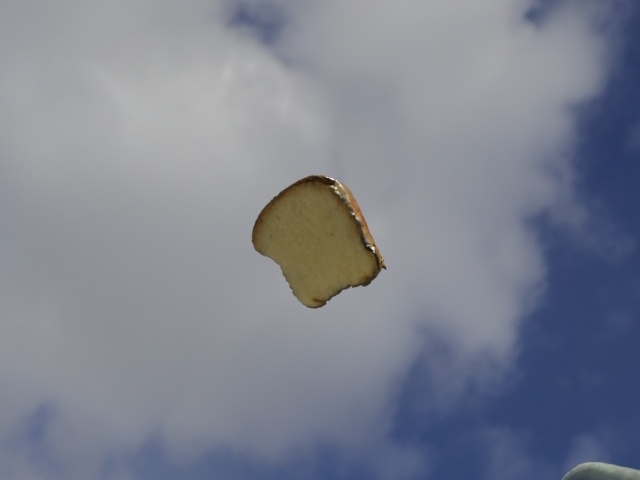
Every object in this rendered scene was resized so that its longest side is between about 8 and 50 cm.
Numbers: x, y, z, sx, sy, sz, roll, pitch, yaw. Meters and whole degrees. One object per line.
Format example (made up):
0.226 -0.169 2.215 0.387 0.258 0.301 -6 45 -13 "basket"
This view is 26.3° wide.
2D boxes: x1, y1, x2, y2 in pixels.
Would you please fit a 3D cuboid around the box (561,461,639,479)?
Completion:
0.240 0.348 0.809 0.111 0.396 0.396 16 -9 -24 "box"

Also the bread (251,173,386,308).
0.000 0.000 1.385 0.129 0.044 0.126 -32 -90 32 "bread"
